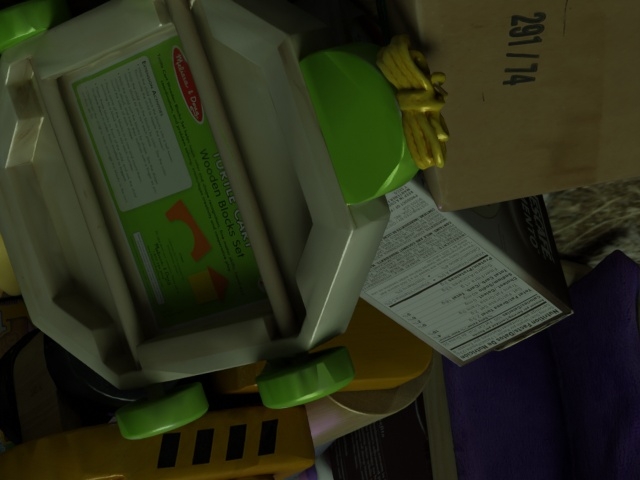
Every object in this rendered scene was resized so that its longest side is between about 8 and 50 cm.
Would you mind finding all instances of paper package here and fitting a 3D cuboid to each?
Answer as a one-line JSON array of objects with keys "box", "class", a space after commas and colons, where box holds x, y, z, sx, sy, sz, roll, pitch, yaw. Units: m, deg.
[{"box": [0.175, -0.185, 0.787, 0.310, 0.168, 0.325, -10, 151, 4], "class": "paper package"}]

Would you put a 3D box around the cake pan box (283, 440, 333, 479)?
[{"box": [-0.073, 0.199, 1.356, 0.267, 0.070, 0.245, -31, 165, -37], "class": "cake pan box"}]

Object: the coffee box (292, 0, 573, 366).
[{"box": [0.052, -0.036, 0.999, 0.098, 0.141, 0.246, -30, 137, 25], "class": "coffee box"}]

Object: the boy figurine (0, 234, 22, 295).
[{"box": [-0.199, -0.008, 1.062, 0.285, 0.092, 0.177, -22, 151, 17], "class": "boy figurine"}]

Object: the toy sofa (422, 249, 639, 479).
[{"box": [0.181, 0.180, 1.229, 0.150, 0.362, 0.177, 12, 151, -32], "class": "toy sofa"}]

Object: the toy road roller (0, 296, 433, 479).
[{"box": [-0.076, 0.157, 1.101, 0.330, 0.240, 0.202, -3, 163, -29], "class": "toy road roller"}]

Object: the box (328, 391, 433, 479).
[{"box": [0.125, 0.208, 1.452, 0.167, 0.168, 0.203, 4, 148, -23], "class": "box"}]

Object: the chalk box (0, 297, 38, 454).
[{"box": [-0.246, 0.170, 1.229, 0.132, 0.213, 0.132, -10, 151, 1], "class": "chalk box"}]

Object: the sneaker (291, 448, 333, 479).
[{"box": [0.018, 0.288, 1.627, 0.104, 0.095, 0.236, -29, 141, 12], "class": "sneaker"}]

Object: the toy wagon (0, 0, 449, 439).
[{"box": [-0.058, -0.035, 0.854, 0.344, 0.267, 0.068, -16, -175, 38], "class": "toy wagon"}]
